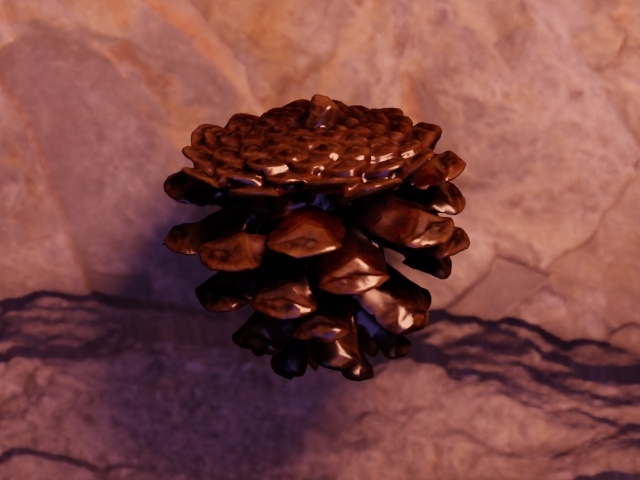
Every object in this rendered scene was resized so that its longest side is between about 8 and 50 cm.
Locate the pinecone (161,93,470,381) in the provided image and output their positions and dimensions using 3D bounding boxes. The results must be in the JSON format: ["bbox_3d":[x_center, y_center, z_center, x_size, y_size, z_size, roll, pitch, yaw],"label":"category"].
[{"bbox_3d":[0.000,0.000,1.301,0.208,0.208,0.207,0,97,4],"label":"pinecone"}]
